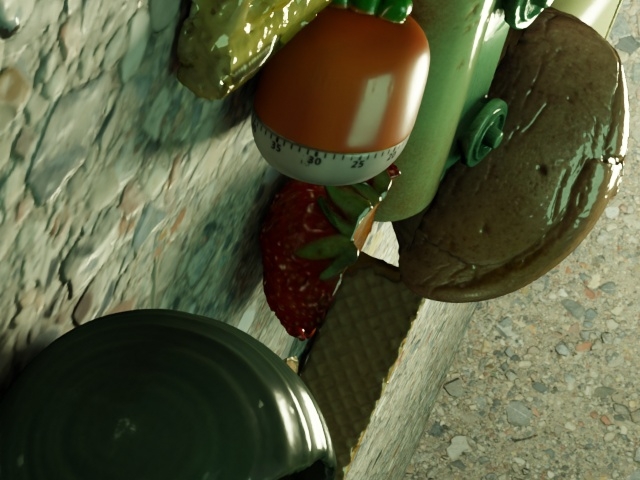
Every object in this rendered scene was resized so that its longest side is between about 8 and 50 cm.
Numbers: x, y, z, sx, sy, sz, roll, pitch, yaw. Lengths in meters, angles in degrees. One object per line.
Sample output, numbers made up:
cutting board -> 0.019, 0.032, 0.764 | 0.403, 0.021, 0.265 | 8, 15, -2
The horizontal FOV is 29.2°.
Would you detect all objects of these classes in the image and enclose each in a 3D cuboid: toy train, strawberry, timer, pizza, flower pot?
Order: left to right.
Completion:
flower pot -> -0.086, 0.133, 0.634 | 0.189, 0.157, 0.243 | -61, 167, -25
strawberry -> 0.000, 0.000, 0.926 | 0.146, 0.082, 0.187 | -53, 170, -26
pizza -> 0.004, -0.164, 0.605 | 0.204, 0.080, 0.188 | -58, 166, -23
timer -> 0.014, -0.105, 0.739 | 0.136, 0.099, 0.136 | 12, 90, -83
toy train -> 0.089, -0.140, 0.985 | 0.177, 0.116, 0.285 | -39, 156, -37

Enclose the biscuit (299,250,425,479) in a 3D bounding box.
biscuit -> 0.002, 0.195, 1.299 | 0.054, 0.094, 0.379 | -36, 150, -78

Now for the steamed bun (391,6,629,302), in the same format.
steamed bun -> 0.205, -0.076, 1.228 | 0.251, 0.199, 0.301 | -101, -144, -73

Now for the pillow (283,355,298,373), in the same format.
pillow -> -0.067, 0.169, 1.088 | 0.211, 0.034, 0.135 | -14, 127, -77

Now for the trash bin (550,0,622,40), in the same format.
trash bin -> 0.276, -0.246, 1.525 | 0.247, 0.121, 0.243 | -53, 164, -37
